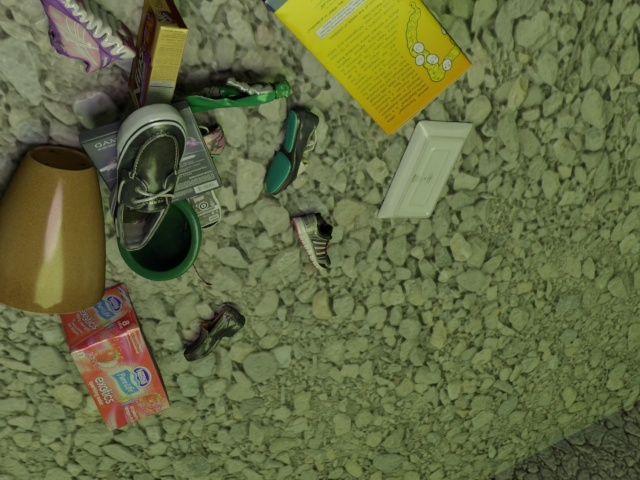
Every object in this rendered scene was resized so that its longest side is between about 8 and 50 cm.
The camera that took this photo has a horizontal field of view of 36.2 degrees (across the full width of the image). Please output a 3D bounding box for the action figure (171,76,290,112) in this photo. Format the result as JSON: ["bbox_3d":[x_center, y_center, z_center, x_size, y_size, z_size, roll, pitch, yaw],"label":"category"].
[{"bbox_3d":[-0.166,-0.266,1.783,0.232,0.137,0.063,-7,96,-17],"label":"action figure"}]

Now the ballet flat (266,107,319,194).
[{"bbox_3d":[-0.049,-0.174,1.965,0.074,0.074,0.203,0,129,-28],"label":"ballet flat"}]

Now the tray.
[{"bbox_3d":[0.235,-0.146,2.172,0.145,0.030,0.270,0,131,-27],"label":"tray"}]

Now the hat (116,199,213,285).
[{"bbox_3d":[-0.309,-0.008,2.016,0.173,0.183,0.208,11,99,6],"label":"hat"}]

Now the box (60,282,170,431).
[{"bbox_3d":[-0.441,0.256,2.120,0.154,0.142,0.300,-20,137,-11],"label":"box"}]

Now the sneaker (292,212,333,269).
[{"bbox_3d":[0.000,0.000,2.163,0.075,0.063,0.170,-24,134,4],"label":"sneaker"}]

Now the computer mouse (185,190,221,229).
[{"bbox_3d":[-0.249,-0.103,1.948,0.106,0.042,0.193,-22,132,-14],"label":"computer mouse"}]

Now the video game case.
[{"bbox_3d":[-0.300,-0.142,1.776,0.196,0.026,0.274,-18,152,-2],"label":"video game case"}]

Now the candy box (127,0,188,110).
[{"bbox_3d":[-0.281,-0.310,1.676,0.053,0.109,0.186,0,132,-28],"label":"candy box"}]

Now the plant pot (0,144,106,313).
[{"bbox_3d":[-0.487,-0.033,1.773,0.237,0.237,0.254,3,116,-30],"label":"plant pot"}]

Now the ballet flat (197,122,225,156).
[{"bbox_3d":[-0.287,-0.188,1.824,0.222,0.077,0.079,-8,117,-17],"label":"ballet flat"}]

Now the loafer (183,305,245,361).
[{"bbox_3d":[-0.255,0.212,2.249,0.170,0.062,0.061,-39,115,7],"label":"loafer"}]

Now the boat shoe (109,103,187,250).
[{"bbox_3d":[-0.293,-0.100,1.700,0.121,0.119,0.335,-7,151,-22],"label":"boat shoe"}]

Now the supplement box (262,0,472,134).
[{"bbox_3d":[0.064,-0.389,1.680,0.195,0.194,0.356,-40,128,12],"label":"supplement box"}]

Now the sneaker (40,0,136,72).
[{"bbox_3d":[-0.407,-0.353,1.585,0.105,0.095,0.236,-31,140,14],"label":"sneaker"}]
